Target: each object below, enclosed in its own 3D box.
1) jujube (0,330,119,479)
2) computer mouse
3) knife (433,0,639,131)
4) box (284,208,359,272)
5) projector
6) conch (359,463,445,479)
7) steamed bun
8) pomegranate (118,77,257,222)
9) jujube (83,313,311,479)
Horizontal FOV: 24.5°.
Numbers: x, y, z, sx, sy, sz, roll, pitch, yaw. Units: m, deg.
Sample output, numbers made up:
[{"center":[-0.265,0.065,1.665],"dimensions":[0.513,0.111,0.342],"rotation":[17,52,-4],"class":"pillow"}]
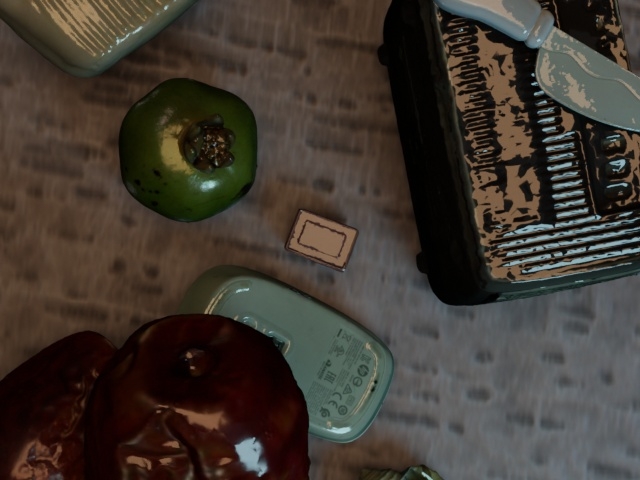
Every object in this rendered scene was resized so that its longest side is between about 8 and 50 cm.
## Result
[{"center":[-0.336,0.234,1.826],"dimensions":[0.190,0.190,0.255],"rotation":[41,70,0],"class":"jujube"},{"center":[-0.050,0.142,1.880],"dimensions":[0.288,0.097,0.159],"rotation":[29,77,-13],"class":"computer mouse"},{"center":[0.249,-0.191,1.535],"dimensions":[0.331,0.044,0.080],"rotation":[35,84,-3],"class":"knife"},{"center":[0.000,0.000,1.904],"dimensions":[0.085,0.063,0.060],"rotation":[20,88,-3],"class":"box"},{"center":[0.221,-0.128,1.749],"dimensions":[0.242,0.405,0.395],"rotation":[-9,87,-3],"class":"projector"},{"center":[0.105,0.349,1.874],"dimensions":[0.135,0.102,0.153],"rotation":[-38,112,-20],"class":"conch"},{"center":[-0.237,-0.393,1.834],"dimensions":[0.247,0.236,0.383],"rotation":[39,93,-10],"class":"steamed bun"},{"center":[-0.157,-0.114,1.823],"dimensions":[0.187,0.225,0.187],"rotation":[1,88,-17],"class":"pomegranate"},{"center":[-0.137,0.263,1.739],"dimensions":[0.277,0.276,0.376],"rotation":[-3,129,-3],"class":"jujube"}]
